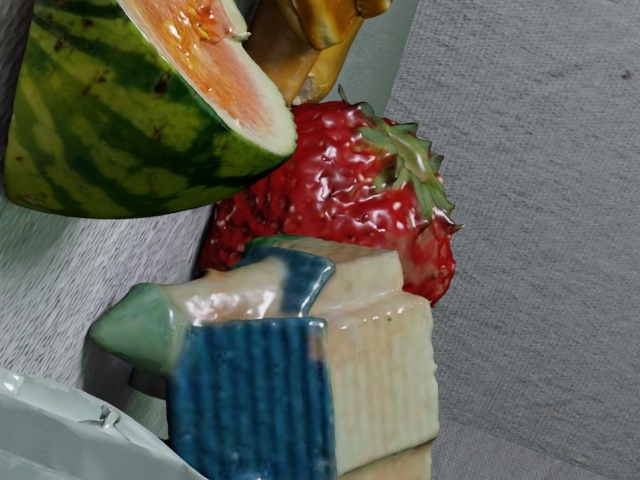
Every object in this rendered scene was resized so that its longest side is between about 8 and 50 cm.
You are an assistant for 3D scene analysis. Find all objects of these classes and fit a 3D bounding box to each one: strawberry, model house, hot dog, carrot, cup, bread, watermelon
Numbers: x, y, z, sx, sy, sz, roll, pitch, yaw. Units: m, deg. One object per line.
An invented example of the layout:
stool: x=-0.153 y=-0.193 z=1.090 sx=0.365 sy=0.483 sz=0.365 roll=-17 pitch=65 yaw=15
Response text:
strawberry: x=0.000 y=0.000 z=1.468 sx=0.277 sy=0.257 sz=0.257 roll=-39 pitch=-171 yaw=24
model house: x=-0.076 y=0.164 z=1.187 sx=0.280 sy=0.245 sz=0.312 roll=-14 pitch=106 yaw=-35
hot dog: x=0.001 y=-0.233 z=1.107 sx=0.115 sy=0.072 sz=0.269 roll=-27 pitch=158 yaw=-2
carrot: x=-0.052 y=-0.123 z=1.287 sx=0.072 sy=0.072 sz=0.205 roll=-58 pitch=172 yaw=-72
cup: x=-0.127 y=0.101 z=1.316 sx=0.054 sy=0.075 sz=0.083 roll=17 pitch=-90 yaw=50
bread: x=0.008 y=-0.230 z=1.508 sx=0.092 sy=0.074 sz=0.239 roll=112 pitch=1 yaw=-52
watermelon: x=-0.073 y=-0.075 z=0.794 sx=0.303 sy=0.128 sz=0.159 roll=-54 pitch=162 yaw=-76

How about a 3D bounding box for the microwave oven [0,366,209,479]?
microwave oven: x=-0.149 y=0.184 z=0.648 sx=0.295 sy=0.181 sz=0.237 roll=90 pitch=21 yaw=-77
